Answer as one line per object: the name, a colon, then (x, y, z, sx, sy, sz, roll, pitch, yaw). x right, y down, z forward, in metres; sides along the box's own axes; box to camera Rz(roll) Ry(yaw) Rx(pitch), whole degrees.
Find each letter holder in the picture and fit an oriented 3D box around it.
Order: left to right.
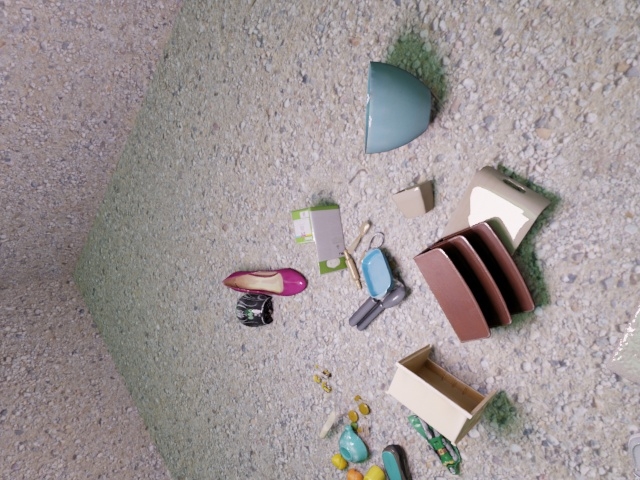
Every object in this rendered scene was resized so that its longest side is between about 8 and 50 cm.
letter holder: (0.460, 0.124, 1.396, 0.214, 0.152, 0.302, -30, 89, 54)

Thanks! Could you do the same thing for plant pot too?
plant pot: (0.249, -0.426, 1.523, 0.195, 0.290, 0.290, 2, 98, 3)
plant pot: (0.321, -0.133, 1.584, 0.109, 0.109, 0.096, -16, 97, 39)

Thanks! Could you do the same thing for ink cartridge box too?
ink cartridge box: (0.000, 0.000, 1.800, 0.097, 0.188, 0.255, -9, 90, 38)

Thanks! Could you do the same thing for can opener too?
can opener: (0.202, 0.242, 1.727, 0.074, 0.093, 0.280, 32, 124, -13)

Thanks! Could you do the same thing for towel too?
towel: (0.886, 0.259, 1.208, 0.187, 0.049, 0.282, 29, 114, 34)

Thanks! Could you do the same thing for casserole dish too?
casserole dish: (0.207, 0.118, 1.683, 0.114, 0.037, 0.188, -44, 46, 36)

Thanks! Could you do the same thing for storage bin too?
storage bin: (0.390, 0.475, 1.497, 0.262, 0.260, 0.123, 31, 113, 32)

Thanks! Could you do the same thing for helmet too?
helmet: (-0.301, 0.310, 2.111, 0.161, 0.169, 0.170, 2, 97, 22)

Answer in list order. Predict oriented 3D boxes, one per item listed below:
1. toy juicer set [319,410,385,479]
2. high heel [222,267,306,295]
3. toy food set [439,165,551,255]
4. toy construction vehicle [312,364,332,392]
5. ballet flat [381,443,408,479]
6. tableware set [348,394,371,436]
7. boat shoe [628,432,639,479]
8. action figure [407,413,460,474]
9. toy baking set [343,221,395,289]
toy juicer set: (0.108, 0.835, 1.889, 0.329, 0.089, 0.209, 56, 138, 9)
high heel: (-0.243, 0.190, 2.024, 0.377, 0.181, 0.127, -4, 93, 39)
toy food set: (0.525, -0.046, 1.448, 0.219, 0.092, 0.306, 40, 127, 28)
toy construction vehicle: (0.013, 0.576, 1.965, 0.098, 0.035, 0.086, 25, 121, 37)
ballet flat: (0.296, 0.888, 1.729, 0.095, 0.096, 0.281, -9, 88, 35)
tableware set: (0.154, 0.694, 1.870, 0.104, 0.024, 0.154, 5, 100, 42)
boat shoe: (0.899, 0.662, 1.209, 0.118, 0.103, 0.321, -25, 80, 38)
action figure: (0.412, 0.705, 1.640, 0.137, 0.063, 0.232, -38, 75, 32)
toy baking set: (0.178, 0.067, 1.770, 0.196, 0.030, 0.256, -28, 84, 32)
